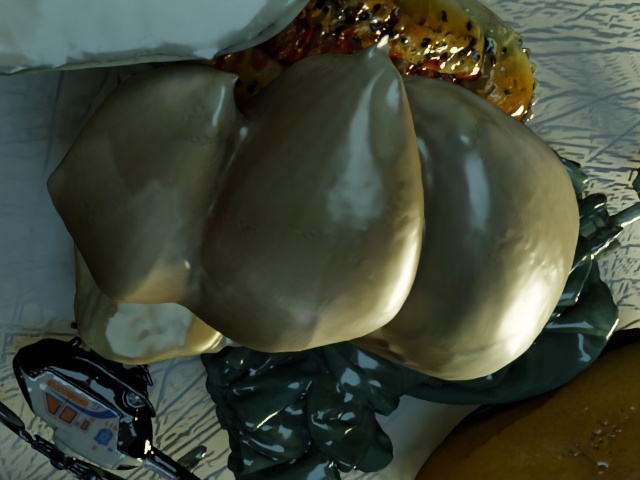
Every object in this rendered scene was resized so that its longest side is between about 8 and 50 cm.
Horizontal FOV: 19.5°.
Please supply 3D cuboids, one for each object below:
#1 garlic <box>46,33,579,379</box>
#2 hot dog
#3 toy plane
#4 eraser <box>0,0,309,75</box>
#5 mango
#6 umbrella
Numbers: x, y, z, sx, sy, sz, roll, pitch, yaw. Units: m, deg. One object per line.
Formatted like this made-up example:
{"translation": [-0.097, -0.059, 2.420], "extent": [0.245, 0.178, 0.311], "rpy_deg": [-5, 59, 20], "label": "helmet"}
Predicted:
{"translation": [0.000, -0.001, 0.982], "extent": [0.279, 0.325, 0.132], "rpy_deg": [8, 77, -26], "label": "garlic"}
{"translation": [0.008, -0.107, 1.051], "extent": [0.268, 0.075, 0.144], "rpy_deg": [26, 108, -31], "label": "hot dog"}
{"translation": [-0.123, 0.117, 1.130], "extent": [0.197, 0.053, 0.078], "rpy_deg": [37, 102, -18], "label": "toy plane"}
{"translation": [-0.142, -0.191, 0.864], "extent": [0.331, 0.150, 0.331], "rpy_deg": [-2, 109, -4], "label": "eraser"}
{"translation": [0.176, 0.155, 1.238], "extent": [0.249, 0.151, 0.156], "rpy_deg": [-31, 157, -9], "label": "mango"}
{"translation": [0.090, 0.046, 1.161], "extent": [0.349, 0.094, 0.143], "rpy_deg": [-27, 129, -6], "label": "umbrella"}
